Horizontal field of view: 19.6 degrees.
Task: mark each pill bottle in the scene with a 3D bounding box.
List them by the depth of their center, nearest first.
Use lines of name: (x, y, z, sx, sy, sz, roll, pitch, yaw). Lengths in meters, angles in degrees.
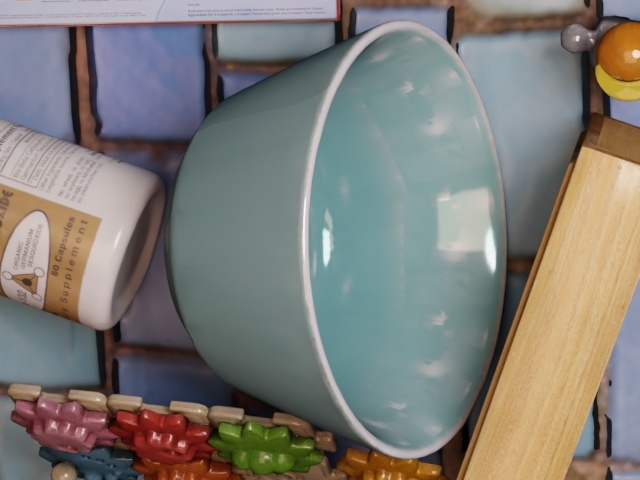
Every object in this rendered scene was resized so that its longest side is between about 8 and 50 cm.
pill bottle: (-0.248, -0.026, 1.442, 0.229, 0.131, 0.131, 19, 103, 6)

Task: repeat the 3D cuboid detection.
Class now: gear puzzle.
gear puzzle: (-0.067, 0.177, 1.426, 0.339, 0.175, 0.044, 5, 64, 12)

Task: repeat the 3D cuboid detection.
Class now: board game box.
board game box: (-0.125, -0.240, 1.434, 0.281, 0.027, 0.145, 0, 102, 10)

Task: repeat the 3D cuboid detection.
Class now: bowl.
bowl: (0.000, 0.000, 1.343, 0.163, 0.311, 0.311, 0, 101, 29)

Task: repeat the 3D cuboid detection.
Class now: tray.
tray: (0.158, 0.119, 1.363, 0.076, 0.203, 0.411, 20, 103, 6)

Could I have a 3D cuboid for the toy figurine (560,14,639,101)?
toy figurine: (0.237, -0.226, 1.312, 0.213, 0.148, 0.209, -32, 94, 13)
